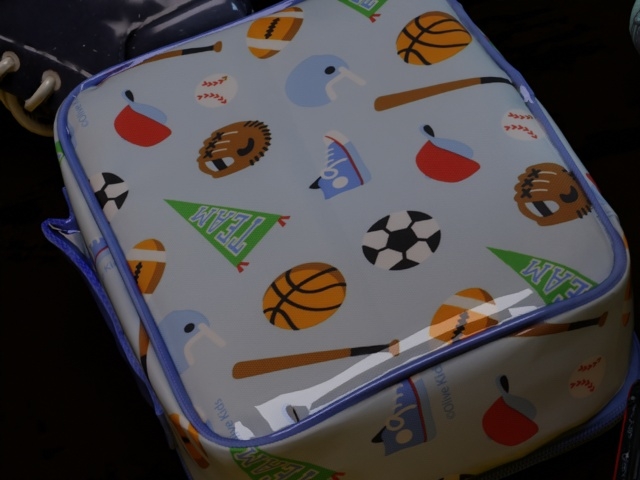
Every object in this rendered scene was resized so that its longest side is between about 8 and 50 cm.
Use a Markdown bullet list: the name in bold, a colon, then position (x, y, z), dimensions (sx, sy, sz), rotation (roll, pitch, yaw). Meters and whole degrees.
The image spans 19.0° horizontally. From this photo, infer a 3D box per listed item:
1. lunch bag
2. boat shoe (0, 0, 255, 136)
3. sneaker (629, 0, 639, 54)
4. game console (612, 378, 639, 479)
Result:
- **lunch bag**: position (0.000, 0.000, 0.933), dimensions (0.243, 0.115, 0.303), rotation (-24, 44, -6)
- **boat shoe**: position (-0.193, -0.118, 1.102), dimensions (0.340, 0.127, 0.158), rotation (-25, 73, 10)
- **sneaker**: position (0.290, -0.156, 1.012), dimensions (0.283, 0.110, 0.122), rotation (-26, 40, -11)
- **game console**: position (0.180, 0.132, 0.762), dimensions (0.085, 0.124, 0.144), rotation (-21, 34, 35)
